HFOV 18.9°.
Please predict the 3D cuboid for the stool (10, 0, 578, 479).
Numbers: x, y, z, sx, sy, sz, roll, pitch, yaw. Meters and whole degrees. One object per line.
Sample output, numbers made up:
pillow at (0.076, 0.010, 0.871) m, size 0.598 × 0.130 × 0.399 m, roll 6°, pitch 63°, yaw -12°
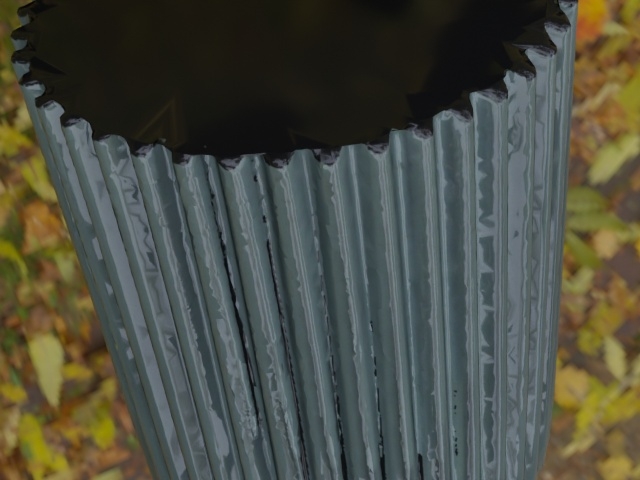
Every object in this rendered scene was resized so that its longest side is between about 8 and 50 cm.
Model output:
stool at (0.000, 0.000, 1.098) m, size 0.297 × 0.297 × 0.330 m, roll -16°, pitch 129°, yaw -12°
